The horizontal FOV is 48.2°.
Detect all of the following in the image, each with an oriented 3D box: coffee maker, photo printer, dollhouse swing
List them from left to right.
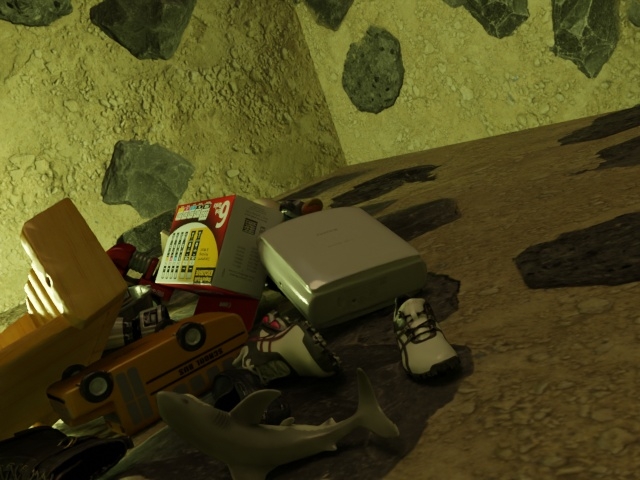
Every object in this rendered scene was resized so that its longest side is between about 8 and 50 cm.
[{"bbox_3d":[-0.544,0.165,1.229,0.305,0.315,0.346,-17,-31,-44],"label":"dollhouse swing"},{"bbox_3d":[-0.393,0.210,1.477,0.178,0.120,0.171,-8,-20,-9],"label":"coffee maker"},{"bbox_3d":[0.026,0.035,1.434,0.256,0.107,0.307,-17,31,-20],"label":"photo printer"}]

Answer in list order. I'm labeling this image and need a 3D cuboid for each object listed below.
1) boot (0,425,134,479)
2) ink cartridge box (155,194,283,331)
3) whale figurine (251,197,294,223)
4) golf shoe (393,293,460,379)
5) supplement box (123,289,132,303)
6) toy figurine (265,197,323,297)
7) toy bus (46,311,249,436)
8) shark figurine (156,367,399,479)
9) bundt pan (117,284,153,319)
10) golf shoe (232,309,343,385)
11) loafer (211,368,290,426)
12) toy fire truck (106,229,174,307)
[{"bbox_3d":[-0.430,0.337,1.028,0.229,0.091,0.263,-9,13,46],"label":"boot"},{"bbox_3d":[-0.244,0.053,1.621,0.130,0.271,0.310,21,-14,-32],"label":"ink cartridge box"},{"bbox_3d":[-0.161,0.026,1.876,0.141,0.271,0.216,23,6,-37],"label":"whale figurine"},{"bbox_3d":[0.141,0.136,1.040,0.077,0.093,0.198,-19,12,-6],"label":"golf shoe"},{"bbox_3d":[-0.481,0.131,1.622,0.083,0.043,0.055,-16,12,20],"label":"supplement box"},{"bbox_3d":[-0.070,0.014,1.718,0.213,0.209,0.148,-26,18,-30],"label":"toy figurine"},{"bbox_3d":[-0.282,0.225,1.225,0.333,0.130,0.108,-27,14,-35],"label":"toy bus"},{"bbox_3d":[-0.050,0.253,0.856,0.279,0.166,0.116,-2,37,1],"label":"shark figurine"},{"bbox_3d":[-0.537,0.224,1.703,0.331,0.124,0.331,-19,11,4],"label":"bundt pan"},{"bbox_3d":[-0.054,0.192,1.150,0.120,0.105,0.273,-42,13,-17],"label":"golf shoe"},{"bbox_3d":[-0.118,0.231,1.023,0.078,0.076,0.223,2,3,-28],"label":"loafer"},{"bbox_3d":[-0.486,0.062,1.959,0.246,0.217,0.158,-63,7,7],"label":"toy fire truck"}]
